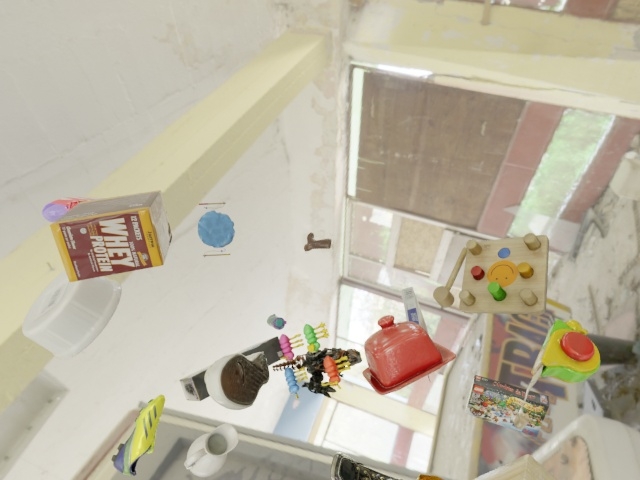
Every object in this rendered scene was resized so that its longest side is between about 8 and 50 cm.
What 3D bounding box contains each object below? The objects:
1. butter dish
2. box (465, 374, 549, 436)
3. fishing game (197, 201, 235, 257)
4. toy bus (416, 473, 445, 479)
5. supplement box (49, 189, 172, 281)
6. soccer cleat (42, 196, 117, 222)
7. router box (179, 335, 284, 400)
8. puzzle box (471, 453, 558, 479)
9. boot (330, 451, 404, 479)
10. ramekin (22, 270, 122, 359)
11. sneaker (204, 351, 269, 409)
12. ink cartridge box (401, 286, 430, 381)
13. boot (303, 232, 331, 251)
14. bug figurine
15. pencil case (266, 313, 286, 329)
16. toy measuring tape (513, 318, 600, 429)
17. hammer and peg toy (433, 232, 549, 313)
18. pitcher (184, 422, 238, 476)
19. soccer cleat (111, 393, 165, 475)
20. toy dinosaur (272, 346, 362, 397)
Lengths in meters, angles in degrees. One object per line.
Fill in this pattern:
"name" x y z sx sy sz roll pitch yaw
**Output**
"butter dish" 0.145 0.199 0.796 0.118 0.159 0.160 65 173 -2
"box" 0.624 0.558 1.406 0.044 0.232 0.159 -50 -34 -52
"fishing game" -0.501 -0.054 1.999 0.189 0.041 0.264 -7 -94 -33
"toy bus" 0.327 0.840 1.204 0.220 0.149 0.212 -98 30 -68
"supplement box" -0.455 -0.018 0.940 0.194 0.191 0.129 -127 28 -67
"soccer cleat" -0.629 -0.090 1.160 0.095 0.247 0.083 -28 68 56
"router box" -0.300 0.434 1.409 0.308 0.081 0.243 -20 -9 -31
"puzzle box" 0.312 0.548 0.707 0.052 0.272 0.409 -35 -16 -50
"boot" 0.142 0.662 1.145 0.236 0.178 0.085 59 -141 -38
"ramekin" -0.762 0.207 1.273 0.135 0.277 0.277 49 -127 -37
"sneaker" -0.194 0.294 0.857 0.290 0.123 0.106 64 -169 -75
"ink cartridge box" 0.482 0.442 1.999 0.324 0.071 0.330 -80 -33 -64
"boot" 0.000 0.000 1.621 0.037 0.114 0.107 59 -147 -36
"bug figurine" -0.046 0.381 1.313 0.072 0.279 0.217 -9 -105 -49
"pencil case" -0.222 0.409 2.089 0.151 0.070 0.065 168 101 -71
"toy measuring tape" 0.541 0.303 0.929 0.330 0.121 0.121 -44 -30 -35
"hammer and peg toy" 0.532 0.106 1.339 0.127 0.361 0.266 38 -121 -37
"pitcher" -0.381 0.702 1.359 0.177 0.126 0.207 -12 -32 -45
"soccer cleat" -0.648 0.722 1.548 0.289 0.121 0.093 -61 -12 -17
"toy dinosaur" -0.005 0.468 1.546 0.218 0.321 0.165 -127 12 -86
